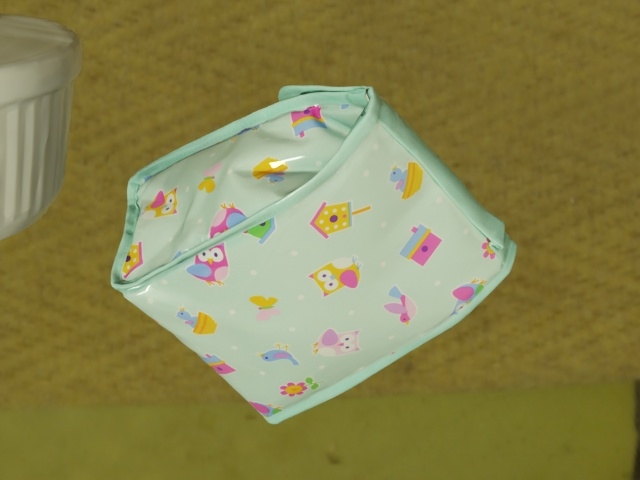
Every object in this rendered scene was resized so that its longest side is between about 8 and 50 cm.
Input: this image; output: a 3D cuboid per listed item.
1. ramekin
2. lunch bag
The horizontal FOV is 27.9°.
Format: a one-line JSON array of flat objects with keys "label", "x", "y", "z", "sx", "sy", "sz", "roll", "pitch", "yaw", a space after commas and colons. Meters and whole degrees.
[{"label": "ramekin", "x": -0.302, "y": -0.077, "z": 0.904, "sx": 0.273, "sy": 0.273, "sz": 0.127, "roll": 0, "pitch": 110, "yaw": -1}, {"label": "lunch bag", "x": 0.000, "y": 0.000, "z": 1.049, "sx": 0.262, "sy": 0.160, "sz": 0.223, "roll": -28, "pitch": 128, "yaw": 24}]
